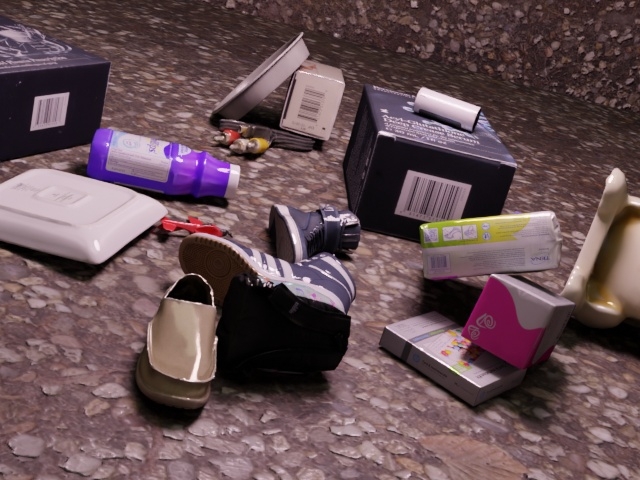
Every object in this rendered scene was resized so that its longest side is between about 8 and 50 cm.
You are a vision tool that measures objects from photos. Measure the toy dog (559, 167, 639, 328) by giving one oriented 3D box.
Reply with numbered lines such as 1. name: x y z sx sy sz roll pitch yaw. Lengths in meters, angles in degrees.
1. toy dog: 0.665 0.110 1.774 0.407 0.285 0.395 23 -14 20

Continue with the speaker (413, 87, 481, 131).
1. speaker: 0.268 -0.276 2.066 0.136 0.055 0.055 22 23 13

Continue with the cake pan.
1. cake pan: -0.137 -0.387 2.368 0.054 0.293 0.293 48 18 -12

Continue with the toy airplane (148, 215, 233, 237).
1. toy airplane: -0.226 -0.020 1.717 0.151 0.028 0.151 14 20 -5

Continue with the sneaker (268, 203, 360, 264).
1. sneaker: 0.000 -0.002 1.752 0.163 0.086 0.226 8 22 -12

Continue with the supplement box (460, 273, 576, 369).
1. supplement box: 0.318 0.125 1.555 0.114 0.111 0.220 28 7 20

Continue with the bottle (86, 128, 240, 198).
1. bottle: -0.297 -0.139 1.864 0.282 0.092 0.118 12 21 -11

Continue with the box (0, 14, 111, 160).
1. box: -0.645 -0.304 1.905 0.312 0.179 0.343 24 23 21

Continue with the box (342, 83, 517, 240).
1. box: 0.221 -0.164 2.123 0.293 0.212 0.395 12 22 -7

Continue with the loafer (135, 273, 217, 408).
1. loafer: -0.188 0.126 1.309 0.101 0.092 0.268 10 23 -14

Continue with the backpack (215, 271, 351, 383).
1. backpack: -0.048 0.117 1.373 0.182 0.152 0.115 11 18 -28

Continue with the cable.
1. cable: -0.135 -0.230 2.277 0.139 0.072 0.287 18 8 31

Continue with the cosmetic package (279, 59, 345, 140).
1. cosmetic package: -0.021 -0.359 2.460 0.129 0.153 0.296 15 14 -4

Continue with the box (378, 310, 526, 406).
1. box: 0.206 0.179 1.527 0.186 0.038 0.145 33 26 32

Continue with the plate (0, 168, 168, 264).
1. plate: -0.426 -0.056 1.611 0.277 0.045 0.277 14 23 11

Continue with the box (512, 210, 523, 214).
1. box: 0.444 -0.012 2.140 0.105 0.043 0.179 23 25 19

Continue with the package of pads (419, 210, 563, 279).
1. package of pads: 0.291 0.012 1.696 0.229 0.101 0.296 -6 -2 8

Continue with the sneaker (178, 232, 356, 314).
1. sneaker: -0.076 0.054 1.550 0.282 0.099 0.153 24 24 12
